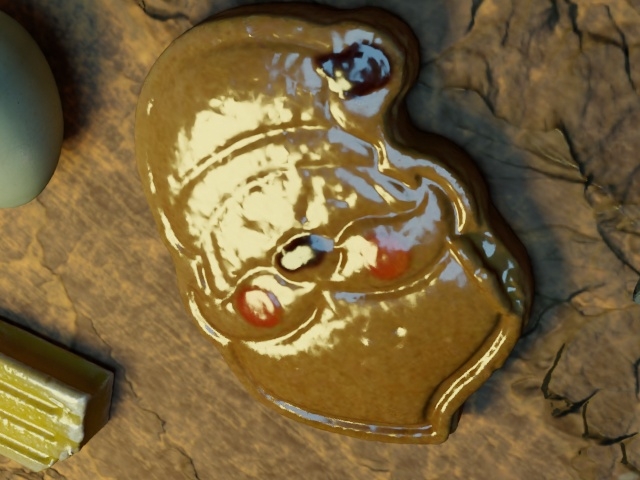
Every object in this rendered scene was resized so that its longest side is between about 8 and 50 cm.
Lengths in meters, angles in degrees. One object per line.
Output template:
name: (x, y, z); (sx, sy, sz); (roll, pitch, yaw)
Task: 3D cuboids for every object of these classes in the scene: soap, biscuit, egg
soap: (-0.352, 0.167, 1.520); (0.232, 0.073, 0.140); (22, 127, 13)
biscuit: (0.000, 0.000, 1.258); (0.349, 0.078, 0.455); (-19, 108, 37)
egg: (-0.322, -0.125, 1.288); (0.151, 0.151, 0.209); (1, 124, 26)

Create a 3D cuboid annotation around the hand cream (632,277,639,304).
hand cream: (0.388, 0.096, 1.126); (0.271, 0.058, 0.091); (30, 130, 2)
